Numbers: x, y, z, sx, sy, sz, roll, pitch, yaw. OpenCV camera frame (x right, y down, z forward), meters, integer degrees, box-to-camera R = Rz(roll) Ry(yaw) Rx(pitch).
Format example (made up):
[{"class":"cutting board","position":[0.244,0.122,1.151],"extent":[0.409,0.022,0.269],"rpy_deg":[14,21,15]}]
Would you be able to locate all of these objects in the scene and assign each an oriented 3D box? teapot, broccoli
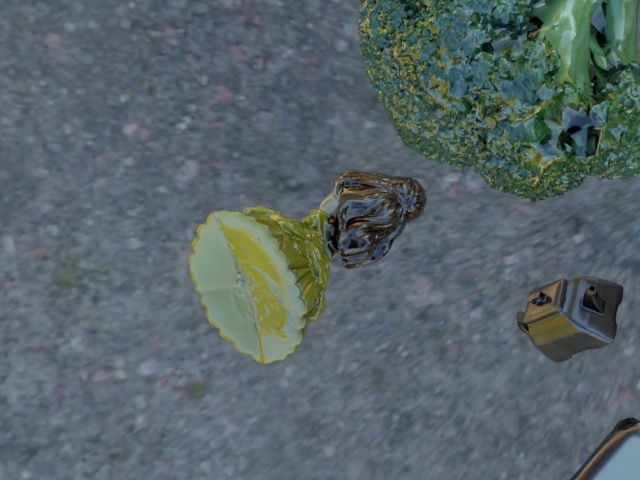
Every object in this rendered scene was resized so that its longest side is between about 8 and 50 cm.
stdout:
[{"class":"teapot","position":[0.316,0.093,1.857],"extent":[0.096,0.177,0.087],"rpy_deg":[27,62,-20]},{"class":"broccoli","position":[0.160,-0.162,1.031],"extent":[0.270,0.270,0.270],"rpy_deg":[46,105,9]}]

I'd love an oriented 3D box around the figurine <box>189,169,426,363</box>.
[{"class":"figurine","position":[-0.003,0.001,1.792],"extent":[0.187,0.315,0.168],"rpy_deg":[53,130,3]}]

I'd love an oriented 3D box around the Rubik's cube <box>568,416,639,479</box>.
[{"class":"Rubik's cube","position":[0.208,0.308,0.700],"extent":[0.283,0.288,0.293],"rpy_deg":[-51,41,2]}]
